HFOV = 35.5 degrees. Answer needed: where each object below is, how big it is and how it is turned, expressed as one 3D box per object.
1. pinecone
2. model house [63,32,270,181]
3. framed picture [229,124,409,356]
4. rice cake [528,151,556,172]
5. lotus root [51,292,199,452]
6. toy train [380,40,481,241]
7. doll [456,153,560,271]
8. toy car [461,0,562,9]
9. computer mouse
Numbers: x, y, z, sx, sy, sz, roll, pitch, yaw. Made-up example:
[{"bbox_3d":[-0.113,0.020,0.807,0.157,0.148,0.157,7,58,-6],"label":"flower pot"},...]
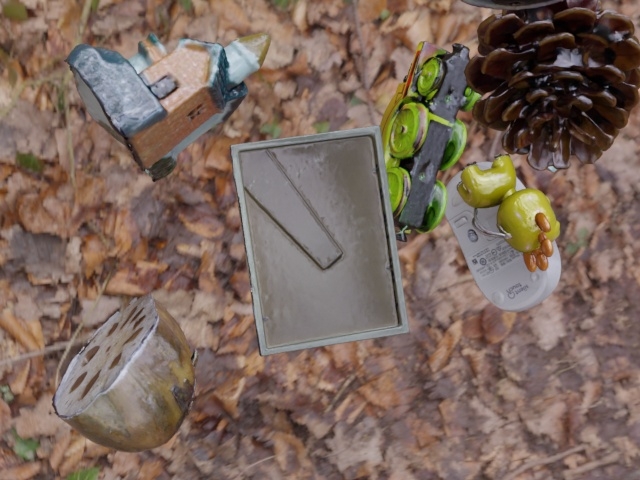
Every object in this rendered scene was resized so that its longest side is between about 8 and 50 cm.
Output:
[{"bbox_3d":[0.261,-0.173,1.108,0.207,0.208,0.208,4,72,-13],"label":"pinecone"},{"bbox_3d":[-0.210,-0.246,1.518,0.291,0.253,0.184,-33,76,-8],"label":"model house"},{"bbox_3d":[0.000,0.000,1.166,0.184,0.016,0.250,-9,90,-10],"label":"framed picture"},{"bbox_3d":[0.368,-0.228,1.749,0.042,0.080,0.222,-24,112,-4],"label":"rice cake"},{"bbox_3d":[-0.308,0.238,1.709,0.192,0.272,0.272,40,67,-16],"label":"lotus root"},{"bbox_3d":[0.139,-0.147,1.467,0.100,0.160,0.296,18,90,-26],"label":"toy train"},{"bbox_3d":[0.342,-0.047,1.752,0.135,0.143,0.221,-20,60,-17],"label":"doll"},{"bbox_3d":[0.121,-0.276,0.643,0.158,0.172,0.235,-41,114,-25],"label":"toy car"},{"bbox_3d":[0.354,-0.010,1.941,0.121,0.184,0.297,-19,74,-52],"label":"computer mouse"}]
